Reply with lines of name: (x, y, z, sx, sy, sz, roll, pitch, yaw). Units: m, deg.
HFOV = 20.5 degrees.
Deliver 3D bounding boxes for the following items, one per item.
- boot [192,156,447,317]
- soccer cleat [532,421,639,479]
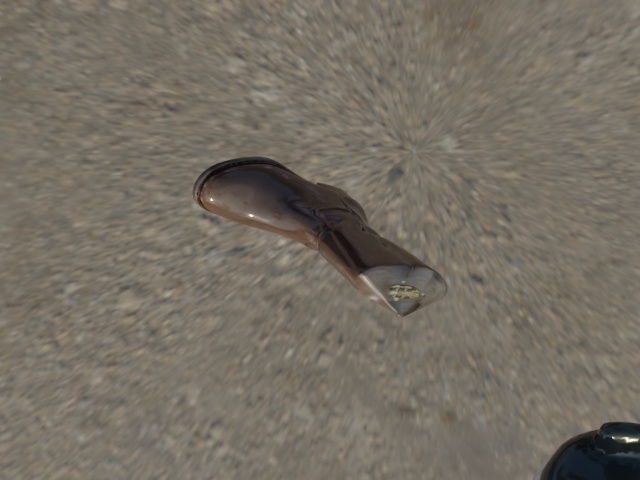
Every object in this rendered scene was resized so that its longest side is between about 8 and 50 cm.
boot: (0.000, 0.000, 0.910, 0.106, 0.114, 0.037, 6, 115, -31)
soccer cleat: (0.260, 0.196, 0.900, 0.331, 0.143, 0.116, 26, 66, 21)
